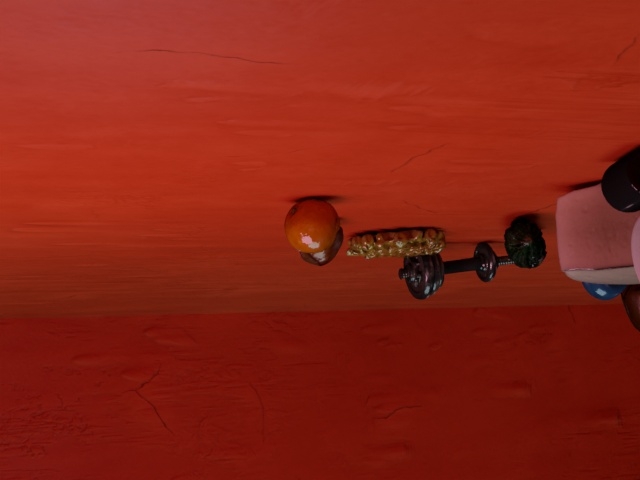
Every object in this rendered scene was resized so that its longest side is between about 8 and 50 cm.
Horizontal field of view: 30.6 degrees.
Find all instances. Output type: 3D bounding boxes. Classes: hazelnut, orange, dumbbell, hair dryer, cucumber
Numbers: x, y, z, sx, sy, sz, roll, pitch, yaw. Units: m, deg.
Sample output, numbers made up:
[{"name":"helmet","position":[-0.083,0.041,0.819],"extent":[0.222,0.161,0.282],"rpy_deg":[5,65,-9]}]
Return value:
[{"name":"hazelnut","position":[0.000,0.000,1.908],"extent":[0.086,0.086,0.086],"rpy_deg":[-3,172,0]},{"name":"orange","position":[-0.013,-0.022,1.706],"extent":[0.083,0.084,0.083],"rpy_deg":[-3,172,0]},{"name":"dumbbell","position":[0.271,0.049,2.281],"extent":[0.254,0.110,0.110],"rpy_deg":[-8,174,-19]},{"name":"hair dryer","position":[0.493,-0.094,1.507],"extent":[0.247,0.071,0.114],"rpy_deg":[-11,172,-7]},{"name":"cucumber","position":[0.359,0.002,2.058],"extent":[0.077,0.077,0.265],"rpy_deg":[-5,169,12]}]

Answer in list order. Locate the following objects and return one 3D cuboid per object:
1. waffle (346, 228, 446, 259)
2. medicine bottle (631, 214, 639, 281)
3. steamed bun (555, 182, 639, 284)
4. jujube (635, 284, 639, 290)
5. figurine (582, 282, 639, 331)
[{"name":"waffle","position":[0.140,0.007,2.116],"extent":[0.191,0.038,0.191],"rpy_deg":[-3,173,0]},{"name":"medicine bottle","position":[0.542,-0.003,1.494],"extent":[0.258,0.144,0.143],"rpy_deg":[-14,175,-15]},{"name":"steamed bun","position":[0.475,-0.014,1.702],"extent":[0.241,0.146,0.164],"rpy_deg":[-10,166,39]},{"name":"jujube","position":[0.681,0.052,2.079],"extent":[0.223,0.223,0.318],"rpy_deg":[-11,158,44]},{"name":"figurine","position":[0.706,0.109,2.326],"extent":[0.416,0.243,0.298],"rpy_deg":[42,150,-15]}]
